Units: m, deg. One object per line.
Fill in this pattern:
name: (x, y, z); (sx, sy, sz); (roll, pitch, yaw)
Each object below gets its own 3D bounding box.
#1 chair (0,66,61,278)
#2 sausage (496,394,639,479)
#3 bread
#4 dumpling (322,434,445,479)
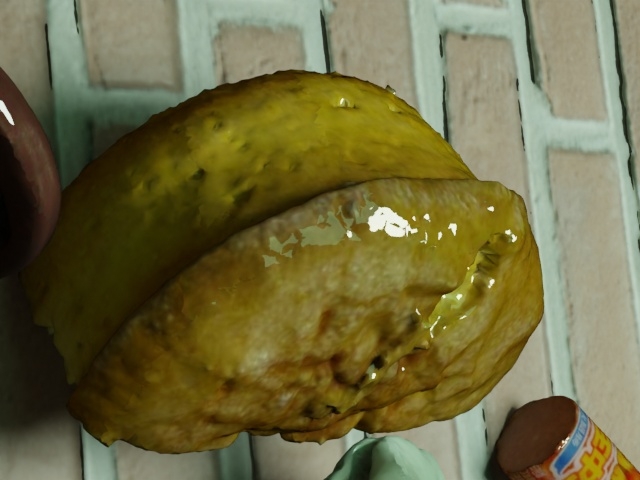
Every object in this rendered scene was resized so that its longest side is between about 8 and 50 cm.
chair: (-0.284, 0.020, 0.934); (0.226, 0.226, 0.401); (48, 53, -21)
sausage: (0.235, 0.226, 1.417); (0.274, 0.074, 0.074); (48, 54, -21)
bread: (0.000, 0.000, 1.156); (0.340, 0.179, 0.194); (-2, 41, -38)
dumpling: (-0.015, 0.265, 1.130); (0.321, 0.270, 0.211); (-31, 76, -17)
